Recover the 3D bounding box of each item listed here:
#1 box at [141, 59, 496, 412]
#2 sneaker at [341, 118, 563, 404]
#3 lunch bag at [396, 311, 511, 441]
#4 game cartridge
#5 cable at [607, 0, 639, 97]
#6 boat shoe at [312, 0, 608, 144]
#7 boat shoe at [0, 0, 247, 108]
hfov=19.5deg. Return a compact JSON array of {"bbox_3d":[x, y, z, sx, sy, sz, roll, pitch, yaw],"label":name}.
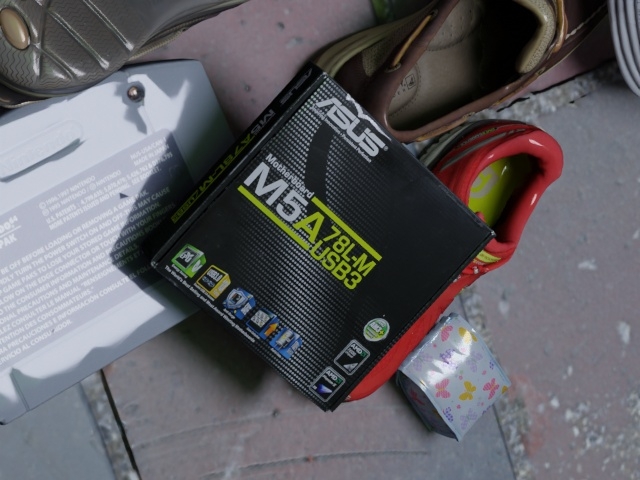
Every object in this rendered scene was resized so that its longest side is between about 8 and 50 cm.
[{"bbox_3d":[0.000,0.000,1.344,0.184,0.045,0.191,-46,115,3],"label":"box"},{"bbox_3d":[0.087,0.008,1.444,0.107,0.118,0.279,45,71,-24],"label":"sneaker"},{"bbox_3d":[0.102,0.106,1.498,0.071,0.053,0.083,-47,124,-18],"label":"lunch bag"},{"bbox_3d":[-0.184,-0.006,1.321,0.294,0.060,0.196,-30,111,-26],"label":"game cartridge"},{"bbox_3d":[0.313,-0.235,1.534,0.257,0.089,0.257,-50,135,-40],"label":"cable"},{"bbox_3d":[0.146,-0.166,1.465,0.342,0.123,0.123,-30,108,-27],"label":"boat shoe"},{"bbox_3d":[-0.134,-0.195,1.300,0.355,0.130,0.132,-33,101,-44],"label":"boat shoe"}]
